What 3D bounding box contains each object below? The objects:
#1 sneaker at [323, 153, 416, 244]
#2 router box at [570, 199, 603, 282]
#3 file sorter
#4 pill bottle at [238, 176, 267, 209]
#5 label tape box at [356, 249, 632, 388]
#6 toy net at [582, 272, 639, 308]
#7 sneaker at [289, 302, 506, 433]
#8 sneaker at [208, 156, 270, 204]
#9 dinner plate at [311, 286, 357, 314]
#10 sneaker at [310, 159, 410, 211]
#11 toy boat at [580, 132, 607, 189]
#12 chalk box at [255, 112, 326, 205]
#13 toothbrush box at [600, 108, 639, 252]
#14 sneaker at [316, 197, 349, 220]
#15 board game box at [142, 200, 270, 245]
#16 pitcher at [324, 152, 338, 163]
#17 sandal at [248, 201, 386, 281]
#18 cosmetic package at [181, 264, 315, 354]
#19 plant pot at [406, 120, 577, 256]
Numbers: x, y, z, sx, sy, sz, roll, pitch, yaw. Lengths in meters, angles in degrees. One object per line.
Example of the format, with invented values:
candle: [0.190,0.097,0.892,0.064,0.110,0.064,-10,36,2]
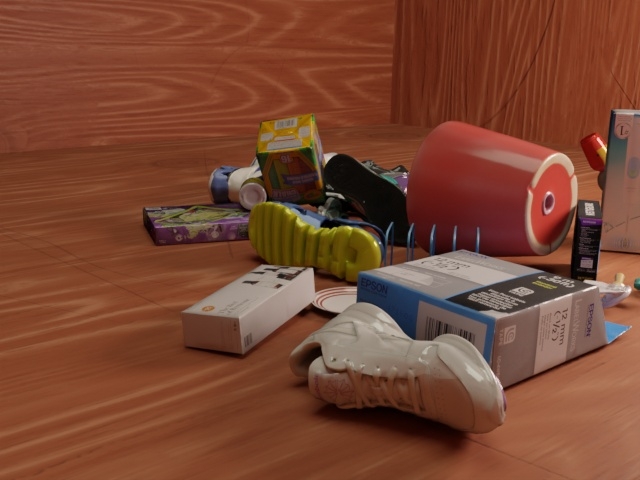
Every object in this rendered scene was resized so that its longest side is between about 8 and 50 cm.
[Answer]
sneaker: [0.147,-0.075,1.842,0.295,0.123,0.178,46,11,32]
router box: [0.498,0.004,1.506,0.046,0.133,0.179,5,15,16]
file sorter: [0.200,0.029,1.445,0.170,0.104,0.118,3,14,11]
pill bottle: [-0.157,-0.112,1.878,0.065,0.065,0.116,0,13,-3]
label tape box: [0.260,0.094,1.178,0.348,0.115,0.249,-13,20,-39]
toy net: [0.540,0.090,1.359,0.232,0.045,0.122,-7,18,-25]
sneaker: [0.081,0.167,0.936,0.152,0.114,0.305,-24,21,-29]
sneaker: [-0.130,-0.152,2.137,0.182,0.127,0.315,14,26,31]
dinner plate: [0.054,0.103,1.318,0.141,0.017,0.141,2,14,0]
sneaker: [0.088,-0.141,2.016,0.283,0.124,0.107,4,-16,-5]
toy boat: [0.542,-0.110,1.857,0.318,0.148,0.267,-31,7,10]
chalk box: [-0.059,-0.165,1.864,0.133,0.213,0.132,-7,43,9]
toothbrush box: [0.714,-0.124,1.702,0.216,0.295,0.126,6,15,16]
sneaker: [0.035,-0.053,1.881,0.076,0.065,0.166,20,21,8]
board game box: [-0.216,-0.044,1.827,0.347,0.056,0.208,-4,11,-18]
pitcher: [-0.071,-0.233,2.477,0.207,0.125,0.178,5,-10,-29]
sandal: [0.000,0.000,1.542,0.317,0.126,0.138,19,18,30]
cosmetic package: [-0.102,0.097,1.215,0.099,0.060,0.239,1,15,25]
plant pot: [0.339,-0.086,1.551,0.243,0.274,0.275,13,19,43]
